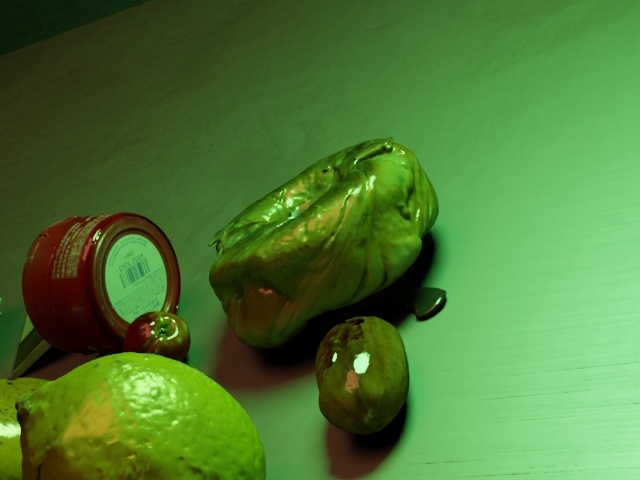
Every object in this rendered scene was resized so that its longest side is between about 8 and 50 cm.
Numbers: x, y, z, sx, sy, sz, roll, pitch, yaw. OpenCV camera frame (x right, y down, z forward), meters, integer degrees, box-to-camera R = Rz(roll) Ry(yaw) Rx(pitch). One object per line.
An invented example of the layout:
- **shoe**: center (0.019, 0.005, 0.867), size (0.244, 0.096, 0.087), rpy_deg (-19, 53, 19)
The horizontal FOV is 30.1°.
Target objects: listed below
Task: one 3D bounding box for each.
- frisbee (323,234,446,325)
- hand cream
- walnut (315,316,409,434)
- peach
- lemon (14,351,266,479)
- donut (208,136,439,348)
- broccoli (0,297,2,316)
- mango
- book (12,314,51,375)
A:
- **frisbee**: center (0.086, 0.073, 1.664), size (0.187, 0.012, 0.211), rpy_deg (-28, 26, 6)
- **hand cream**: center (-0.339, 0.067, 1.876), size (0.149, 0.230, 0.230), rpy_deg (-9, 34, 35)
- **walnut**: center (0.051, 0.156, 1.451), size (0.115, 0.116, 0.207), rpy_deg (-22, 27, 16)
- **peach**: center (-0.243, 0.153, 1.780), size (0.100, 0.101, 0.101), rpy_deg (-24, 27, 13)
- **lemon**: center (-0.203, 0.251, 1.352), size (0.253, 0.310, 0.253), rpy_deg (-57, 3, 5)
- **donut**: center (0.000, 0.000, 1.696), size (0.360, 0.170, 0.360), rpy_deg (-30, 15, 9)
- **broccoli**: center (-0.703, 0.120, 2.171), size (0.288, 0.235, 0.260), rpy_deg (-3, 71, 30)
- **mango**: center (-0.424, 0.275, 1.579), size (0.160, 0.290, 0.191), rpy_deg (-50, 46, 31)
- **book**: center (-0.457, 0.096, 2.097), size (0.201, 0.026, 0.289), rpy_deg (-44, 23, 20)
